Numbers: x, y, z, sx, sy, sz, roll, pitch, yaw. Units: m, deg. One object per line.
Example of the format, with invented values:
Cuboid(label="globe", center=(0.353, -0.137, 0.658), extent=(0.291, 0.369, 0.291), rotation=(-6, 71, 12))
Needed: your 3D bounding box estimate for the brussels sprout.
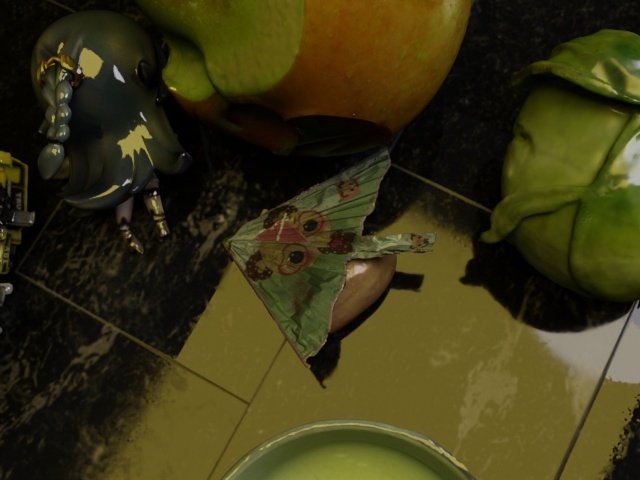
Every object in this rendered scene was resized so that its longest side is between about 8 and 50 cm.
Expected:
Cuboid(label="brussels sprout", center=(0.305, -0.072, 0.785), extent=(0.294, 0.227, 0.259), rotation=(27, 88, -24))

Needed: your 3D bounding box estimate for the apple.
Cuboid(label="apple", center=(-0.033, -0.266, 0.800), extent=(0.384, 0.374, 0.374), rotation=(5, 74, -10))

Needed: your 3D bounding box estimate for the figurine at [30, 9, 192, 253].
Cuboid(label="figurine", center=(-0.246, -0.137, 0.878), extent=(0.175, 0.197, 0.265), rotation=(-17, 66, -15))

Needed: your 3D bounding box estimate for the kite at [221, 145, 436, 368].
Cuboid(label="kite", center=(0.000, 0.000, 0.847), extent=(0.267, 0.013, 0.323), rotation=(3, 50, 27))

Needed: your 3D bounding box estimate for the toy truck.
Cuboid(label="toy truck", center=(-0.404, 0.035, 0.864), extent=(0.136, 0.111, 0.286), rotation=(1, 82, 37))

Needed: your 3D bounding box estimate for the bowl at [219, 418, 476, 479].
Cuboid(label="bowl", center=(0.029, 0.330, 0.726), extent=(0.307, 0.163, 0.307), rotation=(-1, 75, 3))

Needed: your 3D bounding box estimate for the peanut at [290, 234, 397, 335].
Cuboid(label="peanut", center=(0.023, 0.052, 0.850), extent=(0.152, 0.076, 0.076), rotation=(-38, 75, -10))
